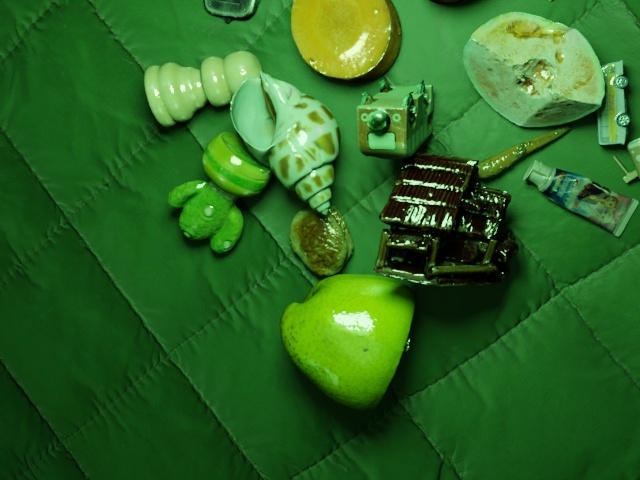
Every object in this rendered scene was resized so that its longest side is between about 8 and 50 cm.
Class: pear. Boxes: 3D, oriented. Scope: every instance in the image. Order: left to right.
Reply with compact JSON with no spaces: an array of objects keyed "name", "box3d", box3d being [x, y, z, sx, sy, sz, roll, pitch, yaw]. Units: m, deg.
[{"name":"pear","box3d":[0.051,0.240,1.570,0.317,0.238,0.343,21,101,3]}]

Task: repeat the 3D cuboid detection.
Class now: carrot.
[{"name":"carrot","box3d":[0.059,-0.541,1.546,0.258,0.100,0.307,-33,86,13]},{"name":"carrot","box3d":[0.491,-0.217,1.504,0.254,0.049,0.049,-28,89,11]}]

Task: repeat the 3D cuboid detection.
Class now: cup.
[{"name":"cup","box3d":[0.751,-0.188,1.432,0.074,0.102,0.099,-22,89,-23]}]

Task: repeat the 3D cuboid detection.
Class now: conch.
[{"name":"conch","box3d":[-0.073,-0.244,1.544,0.249,0.197,0.368,-18,62,-9]}]

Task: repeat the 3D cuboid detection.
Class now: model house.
[{"name":"model house","box3d":[0.311,-0.052,1.436,0.316,0.297,0.283,12,105,15]}]

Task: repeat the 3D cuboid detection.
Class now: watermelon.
[{"name":"watermelon","box3d":[0.487,-0.399,1.432,0.321,0.188,0.175,38,78,-3]}]

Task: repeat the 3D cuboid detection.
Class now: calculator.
[{"name":"calculator","box3d":[-0.227,-0.713,1.632,0.177,0.040,0.268,13,104,15]}]

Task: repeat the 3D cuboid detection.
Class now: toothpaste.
[{"name":"toothpaste","box3d":[0.619,-0.110,1.480,0.265,0.061,0.096,27,101,4]}]

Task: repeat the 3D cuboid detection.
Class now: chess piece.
[{"name":"chess piece","box3d":[-0.295,-0.414,1.634,0.299,0.167,0.167,-12,93,8]}]

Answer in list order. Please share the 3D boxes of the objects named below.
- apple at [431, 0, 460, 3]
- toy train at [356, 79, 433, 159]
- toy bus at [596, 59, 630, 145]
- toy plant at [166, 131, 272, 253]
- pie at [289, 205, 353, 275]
[{"name":"apple","box3d":[0.309,-0.655,1.409,0.233,0.234,0.234,2,97,14]},{"name":"toy train","box3d":[0.175,-0.281,1.437,0.129,0.326,0.160,3,113,21]},{"name":"toy bus","box3d":[0.676,-0.315,1.434,0.075,0.064,0.191,-5,95,27]},{"name":"toy plant","box3d":[-0.277,-0.119,1.651,0.224,0.184,0.316,31,114,-9]},{"name":"pie","box3d":[0.000,0.000,1.636,0.163,0.079,0.194,-28,88,19]}]
